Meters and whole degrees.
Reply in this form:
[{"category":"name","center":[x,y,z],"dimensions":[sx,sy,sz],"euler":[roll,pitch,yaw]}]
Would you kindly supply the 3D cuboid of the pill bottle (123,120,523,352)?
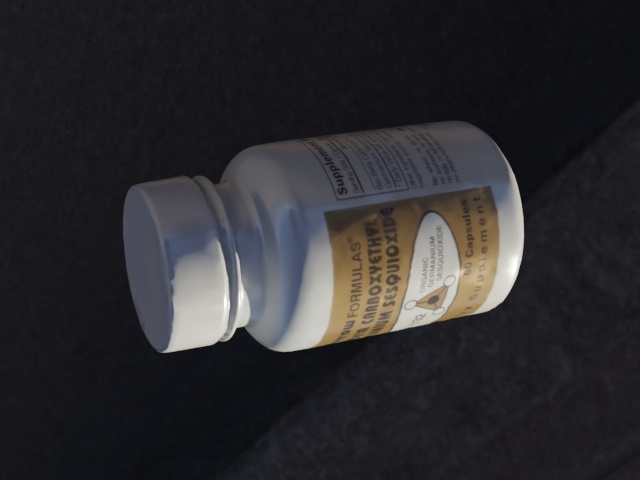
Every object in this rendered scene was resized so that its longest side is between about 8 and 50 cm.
[{"category":"pill bottle","center":[0.000,0.000,0.693],"dimensions":[0.229,0.131,0.131],"euler":[-9,134,-23]}]
